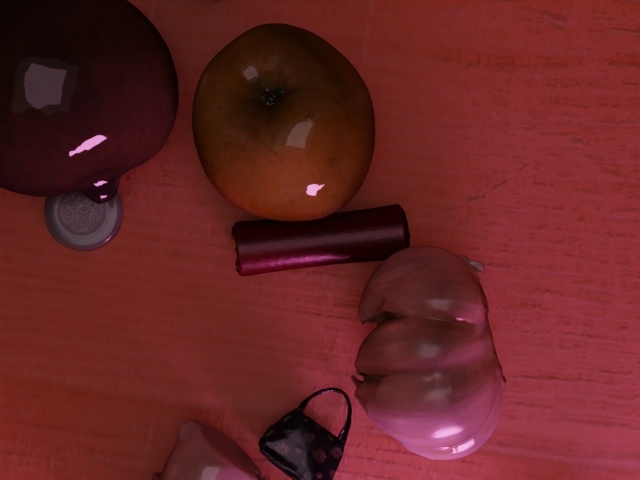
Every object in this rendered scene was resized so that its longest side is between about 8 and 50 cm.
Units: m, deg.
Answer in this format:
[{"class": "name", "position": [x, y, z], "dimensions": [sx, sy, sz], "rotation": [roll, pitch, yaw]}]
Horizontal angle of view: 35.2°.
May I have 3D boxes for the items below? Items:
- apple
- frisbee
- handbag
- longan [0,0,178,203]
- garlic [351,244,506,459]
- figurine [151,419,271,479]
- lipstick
[{"class": "apple", "position": [-0.049, -0.151, 1.324], "dimensions": [0.261, 0.194, 0.260], "rotation": [-3, 77, 12]}, {"class": "frisbee", "position": [-0.331, -0.040, 1.412], "dimensions": [0.110, 0.014, 0.110], "rotation": [0, 90, -1]}, {"class": "handbag", "position": [-0.007, 0.267, 1.401], "dimensions": [0.115, 0.072, 0.139], "rotation": [37, 76, 1]}, {"class": "longan", "position": [-0.329, -0.183, 1.301], "dimensions": [0.300, 0.243, 0.300], "rotation": [-1, 110, -4]}, {"class": "garlic", "position": [0.132, 0.164, 1.327], "dimensions": [0.203, 0.184, 0.281], "rotation": [-9, 112, 16]}, {"class": "figurine", "position": [-0.190, 0.377, 1.369], "dimensions": [0.155, 0.127, 0.235], "rotation": [38, 95, -11]}, {"class": "lipstick", "position": [0.000, 0.000, 1.388], "dimensions": [0.241, 0.080, 0.080], "rotation": [-7, 90, -1]}]
